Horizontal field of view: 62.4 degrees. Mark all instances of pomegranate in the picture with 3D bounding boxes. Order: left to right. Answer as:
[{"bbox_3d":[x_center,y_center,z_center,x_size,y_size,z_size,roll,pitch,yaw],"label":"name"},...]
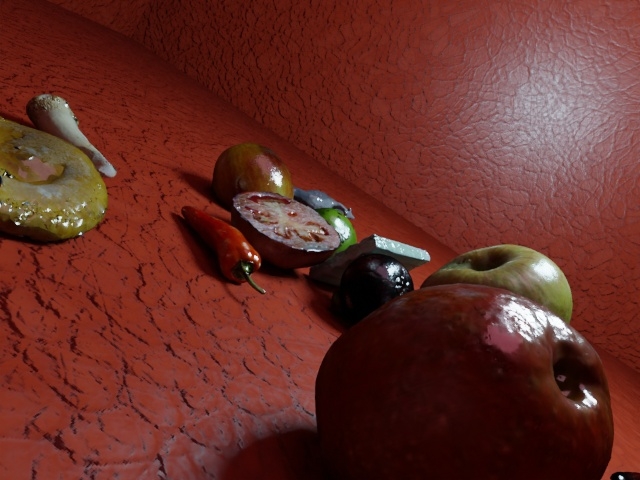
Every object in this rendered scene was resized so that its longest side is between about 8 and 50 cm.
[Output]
[{"bbox_3d":[0.008,-0.011,1.159,0.143,0.122,0.169,38,13,12],"label":"pomegranate"}]

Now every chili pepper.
[{"bbox_3d":[-0.156,0.006,0.863,0.272,0.063,0.071,41,3,43],"label":"chili pepper"}]

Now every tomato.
[{"bbox_3d":[-0.074,-0.010,1.013,0.225,0.085,0.225,23,21,-9],"label":"tomato"}]

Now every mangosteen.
[{"bbox_3d":[0.093,0.097,0.961,0.152,0.152,0.152,31,13,-8],"label":"mangosteen"}]

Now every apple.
[{"bbox_3d":[-0.149,-0.129,1.206,0.195,0.160,0.173,8,49,-48],"label":"apple"},{"bbox_3d":[0.295,0.120,0.919,0.261,0.261,0.194,-89,165,-75],"label":"apple"}]

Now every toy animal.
[{"bbox_3d":[0.021,-0.093,1.559,0.206,0.081,0.367,29,8,42],"label":"toy animal"}]

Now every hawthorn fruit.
[{"bbox_3d":[0.135,0.174,0.528,0.284,0.284,0.284,31,13,-8],"label":"hawthorn fruit"}]

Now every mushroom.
[{"bbox_3d":[-0.412,-0.165,0.877,0.209,0.071,0.084,43,-16,27],"label":"mushroom"}]

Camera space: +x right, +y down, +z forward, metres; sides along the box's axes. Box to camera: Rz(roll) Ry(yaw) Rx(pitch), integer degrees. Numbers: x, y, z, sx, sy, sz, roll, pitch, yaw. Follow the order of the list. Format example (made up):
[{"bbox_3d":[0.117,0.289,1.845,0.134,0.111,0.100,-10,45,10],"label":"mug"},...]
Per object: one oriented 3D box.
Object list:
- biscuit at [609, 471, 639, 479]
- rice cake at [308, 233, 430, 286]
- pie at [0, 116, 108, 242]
[{"bbox_3d":[0.551,0.467,0.811,0.151,0.063,0.235,24,18,-31],"label":"biscuit"},{"bbox_3d":[0.103,0.052,1.081,0.198,0.189,0.037,23,44,-53],"label":"rice cake"},{"bbox_3d":[-0.394,-0.093,0.648,0.273,0.069,0.273,27,17,-9],"label":"pie"}]
